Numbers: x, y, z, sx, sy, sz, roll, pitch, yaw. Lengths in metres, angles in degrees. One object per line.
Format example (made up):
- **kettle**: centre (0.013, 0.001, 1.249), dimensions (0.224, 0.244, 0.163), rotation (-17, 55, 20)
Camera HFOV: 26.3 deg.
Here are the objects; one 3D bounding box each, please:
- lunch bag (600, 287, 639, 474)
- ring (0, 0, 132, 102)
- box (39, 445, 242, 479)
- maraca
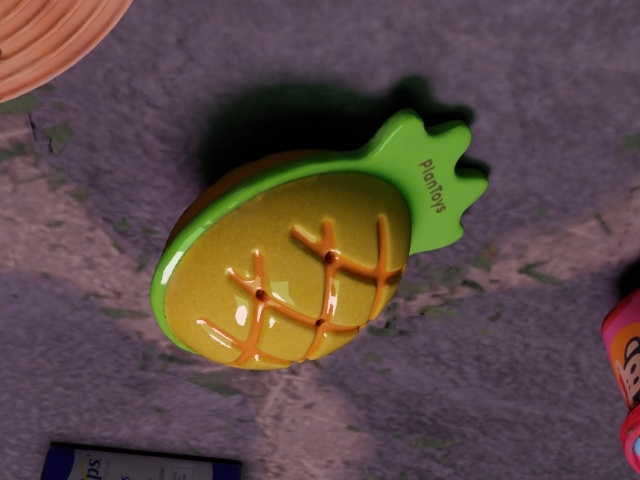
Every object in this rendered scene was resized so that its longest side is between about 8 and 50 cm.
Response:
- **lunch bag**: centre (0.328, 0.089, 0.765), dimensions (0.258, 0.120, 0.293), rotation (-30, 130, 27)
- **ring**: centre (-0.228, -0.178, 0.561), dimensions (0.337, 0.032, 0.336), rotation (1, 139, 1)
- **box**: centre (-0.129, 0.211, 0.963), dimensions (0.137, 0.072, 0.126), rotation (6, 139, -4)
- **maraca**: centre (0.000, 0.000, 0.700), dimensions (0.186, 0.099, 0.127), rotation (-29, 143, -1)
